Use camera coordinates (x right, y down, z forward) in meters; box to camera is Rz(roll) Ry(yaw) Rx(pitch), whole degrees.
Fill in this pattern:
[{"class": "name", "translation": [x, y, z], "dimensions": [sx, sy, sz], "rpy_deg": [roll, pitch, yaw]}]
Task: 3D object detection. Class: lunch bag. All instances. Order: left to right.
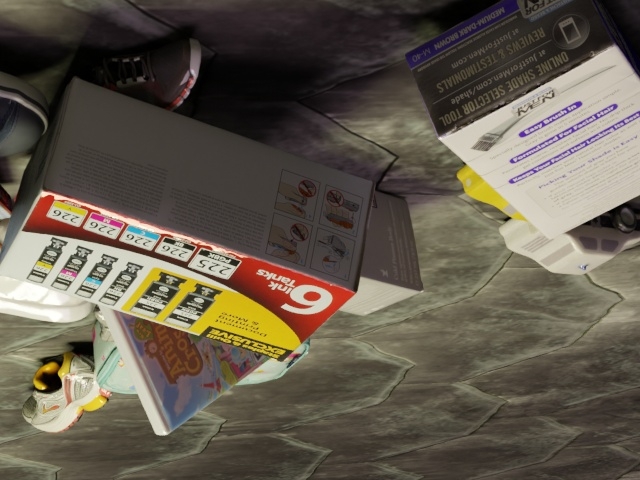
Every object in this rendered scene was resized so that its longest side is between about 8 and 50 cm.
[{"class": "lunch bag", "translation": [-0.155, 0.132, 2.211], "dimensions": [0.279, 0.108, 0.224], "rpy_deg": [0, 157, -20]}]

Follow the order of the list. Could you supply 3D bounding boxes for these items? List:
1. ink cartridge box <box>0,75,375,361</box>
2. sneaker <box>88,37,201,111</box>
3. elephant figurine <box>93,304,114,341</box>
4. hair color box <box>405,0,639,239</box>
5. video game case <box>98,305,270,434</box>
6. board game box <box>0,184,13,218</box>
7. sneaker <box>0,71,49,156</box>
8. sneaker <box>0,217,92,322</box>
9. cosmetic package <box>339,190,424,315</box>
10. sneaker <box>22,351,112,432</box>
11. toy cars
[{"class": "ink cartridge box", "translation": [-0.144, 0.001, 1.643], "dimensions": [0.309, 0.130, 0.272], "rpy_deg": [18, 151, -14]}, {"class": "sneaker", "translation": [-0.177, -0.148, 1.565], "dimensions": [0.065, 0.061, 0.158], "rpy_deg": [21, 144, -40]}, {"class": "elephant figurine", "translation": [-0.196, 0.059, 1.946], "dimensions": [0.239, 0.169, 0.186], "rpy_deg": [2, 147, -33]}, {"class": "hair color box", "translation": [0.239, -0.128, 1.668], "dimensions": [0.185, 0.110, 0.339], "rpy_deg": [-28, 155, 15]}, {"class": "video game case", "translation": [-0.150, 0.075, 1.841], "dimensions": [0.023, 0.212, 0.193], "rpy_deg": [-7, -159, 46]}, {"class": "board game box", "translation": [-0.385, -0.032, 1.652], "dimensions": [0.145, 0.027, 0.281], "rpy_deg": [-11, 179, -8]}, {"class": "sneaker", "translation": [-0.387, -0.089, 1.465], "dimensions": [0.321, 0.127, 0.126], "rpy_deg": [7, 152, -35]}, {"class": "sneaker", "translation": [-0.397, 0.012, 1.878], "dimensions": [0.290, 0.106, 0.123], "rpy_deg": [4, 122, -9]}, {"class": "cosmetic package", "translation": [0.000, 0.000, 1.913], "dimensions": [0.107, 0.127, 0.238], "rpy_deg": [-23, 156, 34]}, {"class": "sneaker", "translation": [-0.372, 0.206, 2.381], "dimensions": [0.093, 0.088, 0.225], "rpy_deg": [26, 145, -23]}, {"class": "toy cars", "translation": [0.291, -0.023, 2.014], "dimensions": [0.176, 0.087, 0.394], "rpy_deg": [-14, 158, 15]}]
